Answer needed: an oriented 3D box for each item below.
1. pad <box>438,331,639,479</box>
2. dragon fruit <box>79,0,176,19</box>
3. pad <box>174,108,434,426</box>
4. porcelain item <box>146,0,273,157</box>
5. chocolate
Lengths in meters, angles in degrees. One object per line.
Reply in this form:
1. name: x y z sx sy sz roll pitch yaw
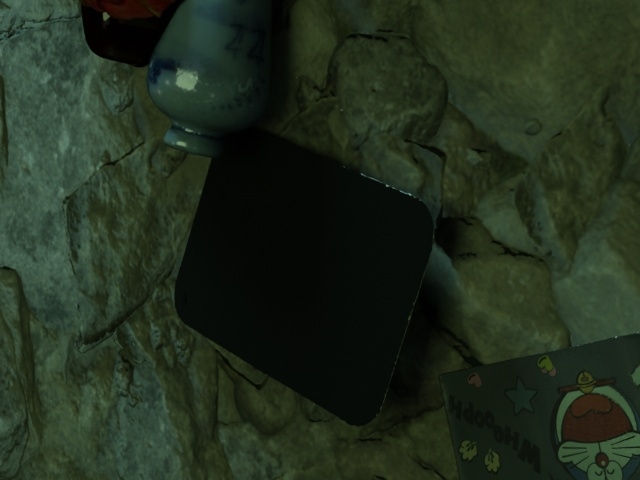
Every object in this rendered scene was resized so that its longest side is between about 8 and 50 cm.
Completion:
1. pad: 0.225 0.192 1.465 0.245 0.006 0.170 -17 82 40
2. dragon fruit: -0.263 -0.389 1.705 0.205 0.152 0.317 -23 56 40
3. pad: 0.000 -0.001 1.649 0.375 0.063 0.315 27 105 45
4. porcelain item: -0.109 -0.220 1.661 0.141 0.141 0.259 20 96 39
5. chocolate: -0.233 -0.288 1.798 0.148 0.080 0.125 -49 62 34
